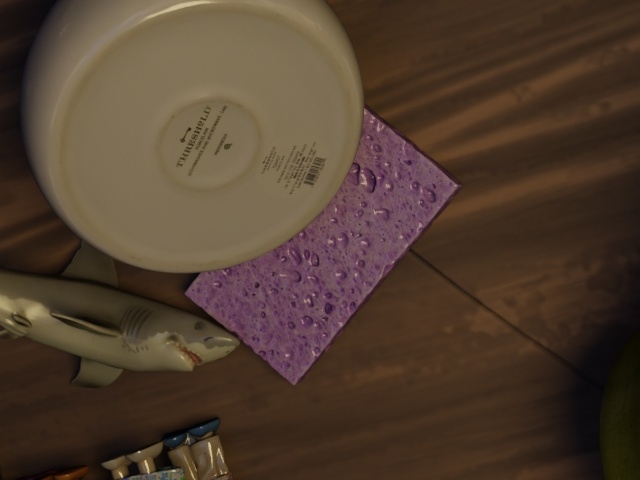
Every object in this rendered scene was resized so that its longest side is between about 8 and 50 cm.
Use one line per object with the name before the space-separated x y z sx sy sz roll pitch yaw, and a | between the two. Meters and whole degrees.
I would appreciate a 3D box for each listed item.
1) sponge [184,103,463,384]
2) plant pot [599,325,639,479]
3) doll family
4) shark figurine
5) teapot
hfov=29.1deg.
sponge | 0.000 0.000 0.959 0.117 0.031 0.210 41 105 8
plant pot | 0.348 0.094 0.680 0.366 0.366 0.353 53 149 4
doll family | -0.167 0.259 0.989 0.263 0.118 0.163 -19 88 19
shark figurine | -0.213 0.026 0.975 0.278 0.116 0.166 27 148 -24
teapot | -0.098 -0.118 0.879 0.256 0.187 0.252 -25 129 -1
